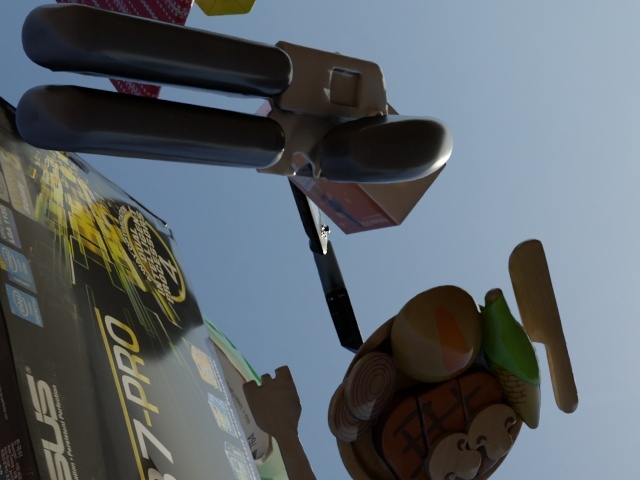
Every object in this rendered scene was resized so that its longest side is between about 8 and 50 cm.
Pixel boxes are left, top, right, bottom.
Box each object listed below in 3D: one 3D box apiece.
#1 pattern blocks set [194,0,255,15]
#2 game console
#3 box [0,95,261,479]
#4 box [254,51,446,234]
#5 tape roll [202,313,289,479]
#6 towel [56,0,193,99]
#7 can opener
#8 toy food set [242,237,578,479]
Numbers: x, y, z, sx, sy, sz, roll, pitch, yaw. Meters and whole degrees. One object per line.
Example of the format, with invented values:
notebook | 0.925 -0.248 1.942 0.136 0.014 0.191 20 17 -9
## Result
pattern blocks set | -0.106 -0.355 1.268 0.325 0.285 0.026 0 -137 -7
game console | 0.000 0.000 2.008 0.213 0.044 0.361 -108 0 -67
box | -0.171 0.097 0.897 0.318 0.097 0.394 40 -157 -54
box | 0.023 -0.098 1.319 0.170 0.130 0.091 44 -111 -15
tape roll | -0.159 0.169 1.340 0.321 0.077 0.321 45 -168 -13
towel | -0.172 -0.270 1.153 0.031 0.275 0.199 -18 -119 -36
can opener | -0.025 -0.071 0.657 0.095 0.075 0.283 8 -176 34
toy food set | 0.065 0.090 0.686 0.192 0.132 0.038 -26 -158 -17
